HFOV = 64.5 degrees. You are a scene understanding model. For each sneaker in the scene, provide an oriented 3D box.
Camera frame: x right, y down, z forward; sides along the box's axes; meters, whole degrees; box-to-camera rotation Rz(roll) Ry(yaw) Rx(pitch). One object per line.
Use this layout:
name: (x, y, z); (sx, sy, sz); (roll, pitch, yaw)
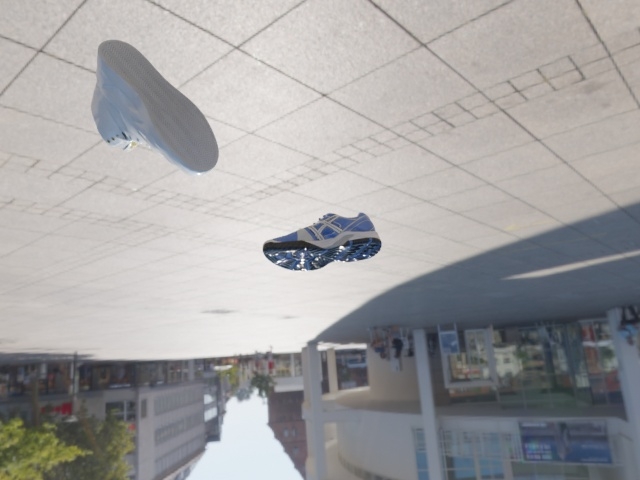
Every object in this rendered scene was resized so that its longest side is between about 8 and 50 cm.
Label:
sneaker: (-0.312, -0.203, 0.938); (0.108, 0.292, 0.169); (-34, 172, -42)
sneaker: (0.000, 0.000, 0.918); (0.211, 0.081, 0.080); (-6, 144, -5)
